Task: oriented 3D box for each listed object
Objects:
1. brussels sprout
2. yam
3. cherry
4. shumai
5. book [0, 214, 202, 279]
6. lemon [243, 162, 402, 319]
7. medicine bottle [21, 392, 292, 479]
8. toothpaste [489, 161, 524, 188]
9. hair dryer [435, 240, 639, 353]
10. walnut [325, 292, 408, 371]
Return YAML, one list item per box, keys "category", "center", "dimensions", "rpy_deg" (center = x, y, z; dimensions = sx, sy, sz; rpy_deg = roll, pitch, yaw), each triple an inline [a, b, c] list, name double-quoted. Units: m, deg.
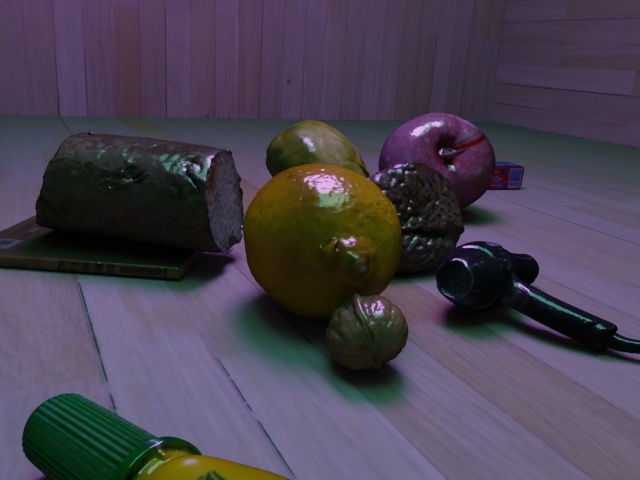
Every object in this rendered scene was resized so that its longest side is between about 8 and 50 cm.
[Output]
- category: "brussels sprout"
  center: [0.002, -0.133, 1.134]
  dimensions: [0.223, 0.161, 0.223]
  rpy_deg: [30, 10, -6]
- category: "yam"
  center: [-0.268, -0.072, 0.884]
  dimensions: [0.305, 0.167, 0.168]
  rpy_deg: [9, 18, 11]
- category: "cherry"
  center: [0.239, -0.157, 1.255]
  dimensions: [0.236, 0.212, 0.285]
  rpy_deg: [23, -7, -13]
- category: "shumai"
  center: [0.107, -0.029, 0.951]
  dimensions: [0.206, 0.166, 0.176]
  rpy_deg: [-2, -4, -23]
- category: "book"
  center: [-0.339, 0.005, 0.919]
  dimensions: [0.311, 0.021, 0.217]
  rpy_deg: [4, 17, 2]
- category: "lemon"
  center: [0.000, 0.000, 0.726]
  dimensions: [0.189, 0.188, 0.257]
  rpy_deg: [-3, 18, -22]
- category: "medicine bottle"
  center: [-0.074, 0.166, 0.355]
  dimensions: [0.309, 0.076, 0.111]
  rpy_deg: [16, 19, 34]
- category: "toothpaste"
  center: [0.372, -0.171, 1.567]
  dimensions: [0.321, 0.065, 0.076]
  rpy_deg: [-1, 18, -18]
- category: "hair dryer"
  center: [0.295, 0.085, 0.754]
  dimensions: [0.272, 0.091, 0.236]
  rpy_deg: [33, 21, 35]
- category: "walnut"
  center: [0.046, 0.094, 0.610]
  dimensions: [0.092, 0.092, 0.092]
  rpy_deg: [3, 17, -1]
